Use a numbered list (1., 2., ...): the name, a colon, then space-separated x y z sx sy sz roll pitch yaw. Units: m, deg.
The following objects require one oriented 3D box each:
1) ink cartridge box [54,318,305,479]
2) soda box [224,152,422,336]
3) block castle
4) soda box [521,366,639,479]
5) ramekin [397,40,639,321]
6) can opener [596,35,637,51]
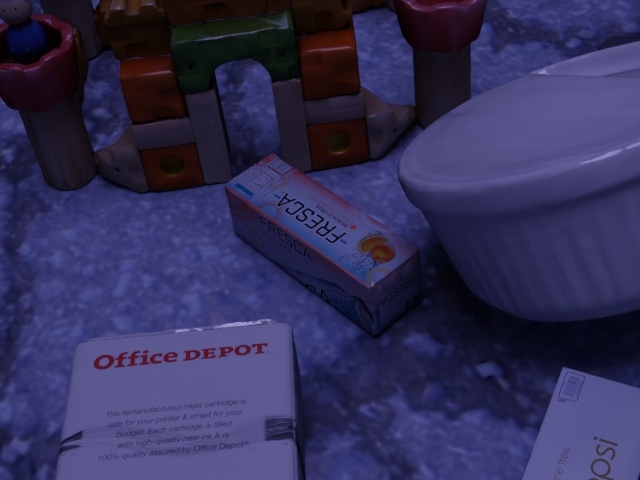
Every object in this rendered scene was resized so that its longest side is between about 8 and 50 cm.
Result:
1. ink cartridge box: -0.089 0.169 0.704 0.160 0.092 0.219 -5 44 2
2. soda box: 0.000 0.000 0.882 0.058 0.063 0.183 -36 50 -24
3. block castle: -0.084 -0.235 1.025 0.453 0.213 0.303 -8 45 0
4. soda box: 0.154 0.188 0.664 0.069 0.074 0.216 15 49 22
5. ramekin: 0.206 -0.046 0.795 0.273 0.127 0.273 -21 19 7
6. can opener: 0.328 -0.226 1.052 0.093 0.074 0.280 9 47 18
